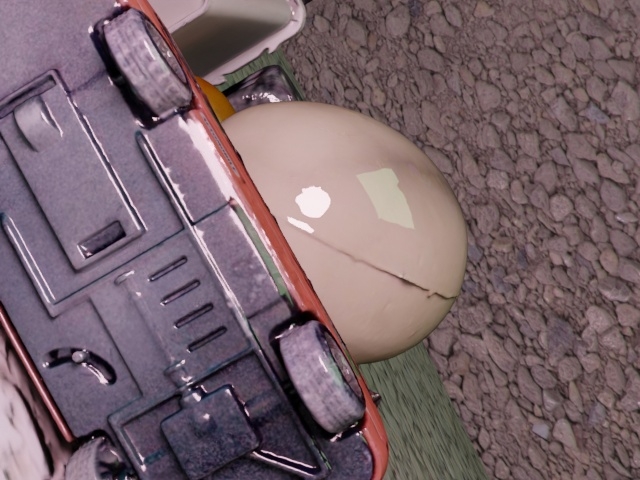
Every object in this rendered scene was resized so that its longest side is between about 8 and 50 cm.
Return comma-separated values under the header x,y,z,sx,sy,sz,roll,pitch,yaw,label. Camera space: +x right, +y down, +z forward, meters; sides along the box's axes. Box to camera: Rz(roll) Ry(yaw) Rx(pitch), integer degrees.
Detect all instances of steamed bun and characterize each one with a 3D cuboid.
x,y,z,sx,sy,sz,roll,pitch,yaw,label
0.003,-0.006,0.934,0.374,0.334,0.333,24,37,-49,steamed bun

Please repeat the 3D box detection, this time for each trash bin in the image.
x,y,z,sx,sy,sz,roll,pitch,yaw,label
-0.181,-0.360,1.083,0.255,0.296,0.367,63,16,-6,trash bin

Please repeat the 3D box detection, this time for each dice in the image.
x,y,z,sx,sy,sz,roll,pitch,yaw,label
-0.097,-0.156,1.219,0.181,0.183,0.182,58,10,-15,dice

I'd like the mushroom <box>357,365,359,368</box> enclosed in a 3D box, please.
x,y,z,sx,sy,sz,roll,pitch,yaw,label
0.009,0.200,1.095,0.351,0.097,0.109,-34,101,-83,mushroom

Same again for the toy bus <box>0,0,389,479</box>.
x,y,z,sx,sy,sz,roll,pitch,yaw,label
-0.124,0.021,0.603,0.426,0.203,0.233,61,6,3,toy bus

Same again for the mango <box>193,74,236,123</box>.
x,y,z,sx,sy,sz,roll,pitch,yaw,label
-0.150,-0.124,1.066,0.253,0.113,0.138,59,3,-41,mango
